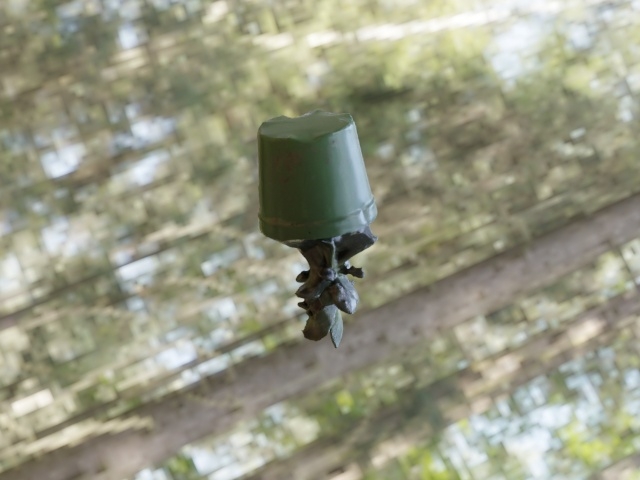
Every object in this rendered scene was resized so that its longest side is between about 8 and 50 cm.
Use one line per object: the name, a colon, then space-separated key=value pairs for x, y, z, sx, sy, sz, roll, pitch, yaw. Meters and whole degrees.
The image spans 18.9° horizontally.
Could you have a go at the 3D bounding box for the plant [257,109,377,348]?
plant: x=0.000 y=0.000 z=0.788 sx=0.051 sy=0.051 sz=0.102 roll=18 pitch=-57 yaw=49
